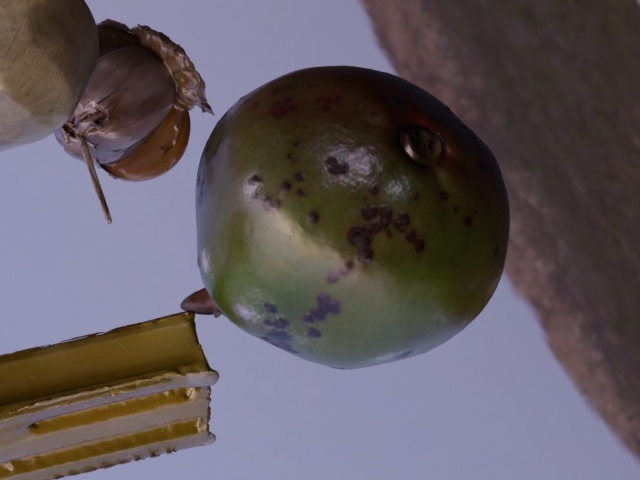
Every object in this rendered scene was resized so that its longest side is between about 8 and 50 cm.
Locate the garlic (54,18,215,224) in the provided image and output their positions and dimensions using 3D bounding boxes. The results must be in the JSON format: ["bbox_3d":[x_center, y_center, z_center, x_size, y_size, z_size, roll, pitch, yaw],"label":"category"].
[{"bbox_3d":[-0.222,-0.149,1.989,0.207,0.207,0.256,43,-162,-39],"label":"garlic"}]

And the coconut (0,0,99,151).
[{"bbox_3d":[-0.348,-0.206,1.786,0.224,0.224,0.224,50,-165,-19],"label":"coconut"}]

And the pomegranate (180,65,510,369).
[{"bbox_3d":[0.001,0.007,1.452,0.291,0.323,0.291,38,-159,-17],"label":"pomegranate"}]

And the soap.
[{"bbox_3d":[-0.213,0.148,1.491,0.135,0.233,0.076,97,158,-52],"label":"soap"}]
